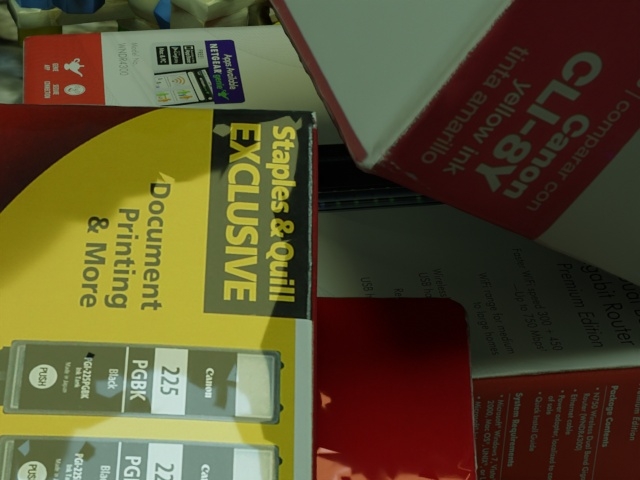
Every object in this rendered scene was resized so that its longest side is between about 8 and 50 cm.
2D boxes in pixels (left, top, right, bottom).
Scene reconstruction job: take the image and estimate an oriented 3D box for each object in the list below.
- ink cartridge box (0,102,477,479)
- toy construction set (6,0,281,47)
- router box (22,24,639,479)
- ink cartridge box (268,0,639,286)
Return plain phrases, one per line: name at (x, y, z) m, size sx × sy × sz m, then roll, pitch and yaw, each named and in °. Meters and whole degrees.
ink cartridge box at (-0.069, 0.108, 0.594) m, size 0.271 × 0.130 × 0.309 m, roll 1°, pitch 55°, yaw -2°
toy construction set at (-0.021, -0.188, 1.104) m, size 0.215 × 0.151 × 0.327 m, roll 29°, pitch 54°, yaw 34°
router box at (0.000, 0.000, 0.873) m, size 0.301 × 0.082 × 0.335 m, roll -4°, pitch 35°, yaw -8°
ink cartridge box at (0.161, -0.105, 0.795) m, size 0.384 × 0.160 × 0.279 m, roll 21°, pitch 28°, yaw -35°
